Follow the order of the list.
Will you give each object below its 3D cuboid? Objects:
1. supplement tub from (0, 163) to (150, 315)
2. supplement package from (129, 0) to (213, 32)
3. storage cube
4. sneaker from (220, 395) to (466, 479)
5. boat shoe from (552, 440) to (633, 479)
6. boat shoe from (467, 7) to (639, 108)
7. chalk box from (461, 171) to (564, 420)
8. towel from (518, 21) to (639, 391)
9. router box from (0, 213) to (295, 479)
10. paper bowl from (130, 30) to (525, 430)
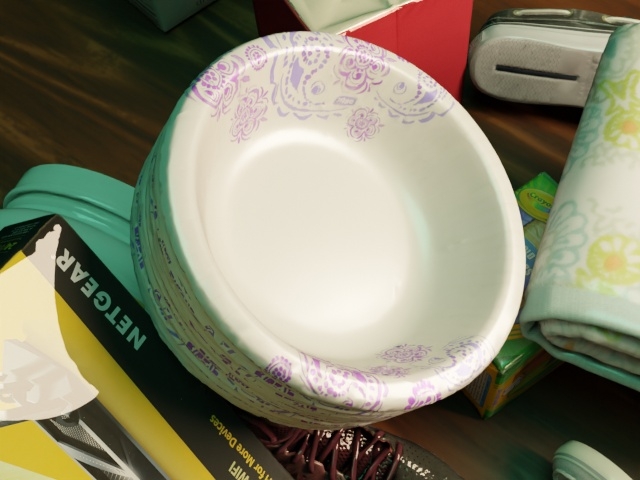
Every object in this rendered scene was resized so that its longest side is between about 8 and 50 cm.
[{"bbox_3d":[-0.243,0.116,0.689,0.228,0.228,0.316,15,61,13],"label":"supplement tub"},{"bbox_3d":[-0.205,-0.408,0.990,0.139,0.244,0.134,-39,63,-16],"label":"supplement package"},{"bbox_3d":[0.043,-0.239,0.898,0.184,0.193,0.215,-25,59,-10],"label":"storage cube"},{"bbox_3d":[-0.004,0.173,0.671,0.281,0.162,0.106,18,62,15],"label":"sneaker"},{"bbox_3d":[0.250,0.269,0.641,0.081,0.079,0.227,-27,64,-16],"label":"boat shoe"},{"bbox_3d":[0.335,-0.203,0.892,0.335,0.121,0.119,15,50,7],"label":"boat shoe"},{"bbox_3d":[0.200,0.041,0.752,0.213,0.132,0.132,-32,61,-13],"label":"chalk box"},{"bbox_3d":[0.378,0.002,0.650,0.374,0.090,0.320,21,61,9],"label":"towel"},{"bbox_3d":[-0.169,0.176,0.532,0.081,0.309,0.243,-9,37,43],"label":"router box"},{"bbox_3d":[0.000,0.000,0.610,0.284,0.148,0.284,12,62,-24],"label":"paper bowl"}]
